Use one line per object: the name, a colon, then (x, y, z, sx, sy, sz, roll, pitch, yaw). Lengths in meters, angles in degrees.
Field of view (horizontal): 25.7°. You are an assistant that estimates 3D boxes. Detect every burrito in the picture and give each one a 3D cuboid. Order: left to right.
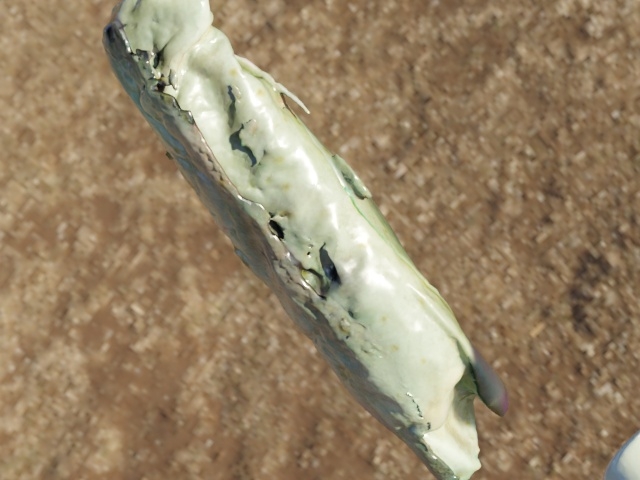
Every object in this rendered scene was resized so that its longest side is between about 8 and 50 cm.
burrito: (-0.003, 0.001, 0.703, 0.066, 0.309, 0.096, -41, 17, -21)

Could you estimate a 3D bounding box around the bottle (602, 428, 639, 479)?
bottle: (0.306, 0.232, 0.969, 0.104, 0.104, 0.245, -41, 58, 7)
